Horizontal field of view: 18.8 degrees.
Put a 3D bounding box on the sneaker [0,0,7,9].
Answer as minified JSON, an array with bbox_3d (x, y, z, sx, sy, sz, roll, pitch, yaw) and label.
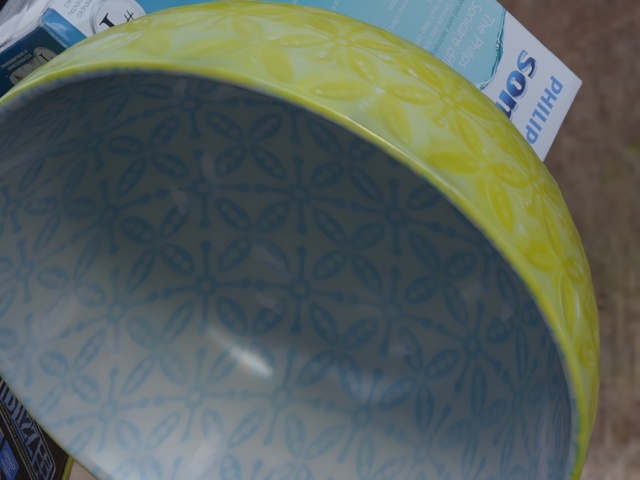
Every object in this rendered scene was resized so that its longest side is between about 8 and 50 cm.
[{"bbox_3d":[-0.123,-0.103,1.227,0.276,0.098,0.135,34,14,-4],"label":"sneaker"}]

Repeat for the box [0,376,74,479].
[{"bbox_3d":[-0.251,0.026,1.208,0.079,0.322,0.257,-19,19,10],"label":"box"}]

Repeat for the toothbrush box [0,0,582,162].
[{"bbox_3d":[-0.022,-0.089,1.103,0.295,0.216,0.126,39,-30,-20],"label":"toothbrush box"}]

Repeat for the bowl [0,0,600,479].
[{"bbox_3d":[0.000,0.000,0.849,0.289,0.289,0.156,-1,37,31],"label":"bowl"}]
